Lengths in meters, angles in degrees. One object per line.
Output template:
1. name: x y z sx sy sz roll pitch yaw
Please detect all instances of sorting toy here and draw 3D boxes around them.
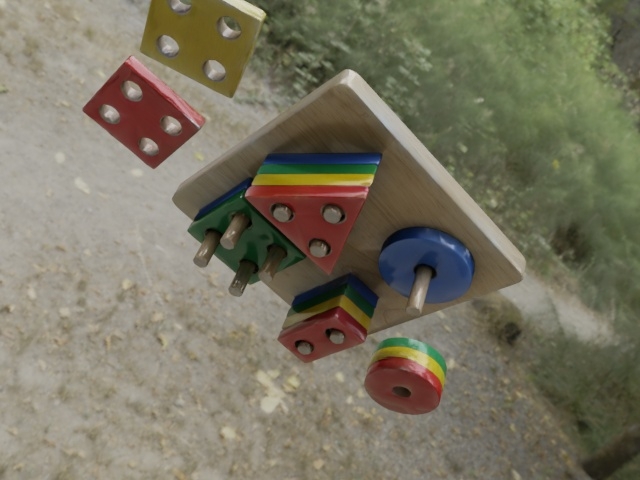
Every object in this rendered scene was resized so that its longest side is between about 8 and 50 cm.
1. sorting toy: 0.000 0.000 0.359 0.274 0.132 0.046 44 44 -22
